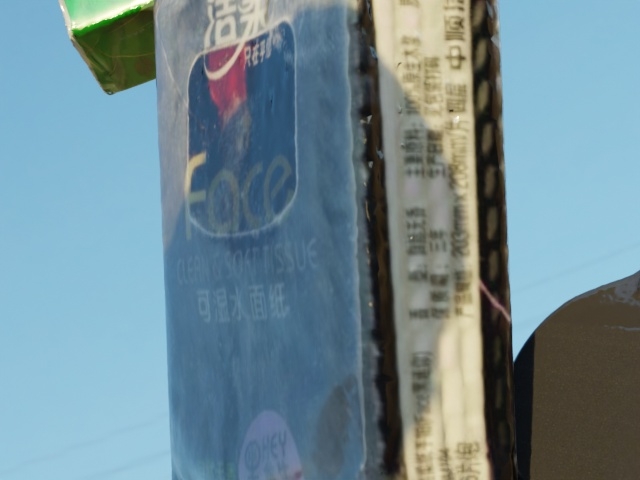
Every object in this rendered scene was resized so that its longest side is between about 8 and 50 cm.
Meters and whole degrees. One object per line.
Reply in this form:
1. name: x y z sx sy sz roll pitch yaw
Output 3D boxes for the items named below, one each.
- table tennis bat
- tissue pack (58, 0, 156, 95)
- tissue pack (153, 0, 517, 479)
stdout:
1. table tennis bat: 0.183 0.052 0.838 0.150 0.236 0.027 4 -34 38
2. tissue pack: -0.091 -0.207 1.133 0.209 0.148 0.156 -22 -26 0
3. tissue pack: 0.000 0.000 0.844 0.122 0.361 0.259 -2 -2 -31
